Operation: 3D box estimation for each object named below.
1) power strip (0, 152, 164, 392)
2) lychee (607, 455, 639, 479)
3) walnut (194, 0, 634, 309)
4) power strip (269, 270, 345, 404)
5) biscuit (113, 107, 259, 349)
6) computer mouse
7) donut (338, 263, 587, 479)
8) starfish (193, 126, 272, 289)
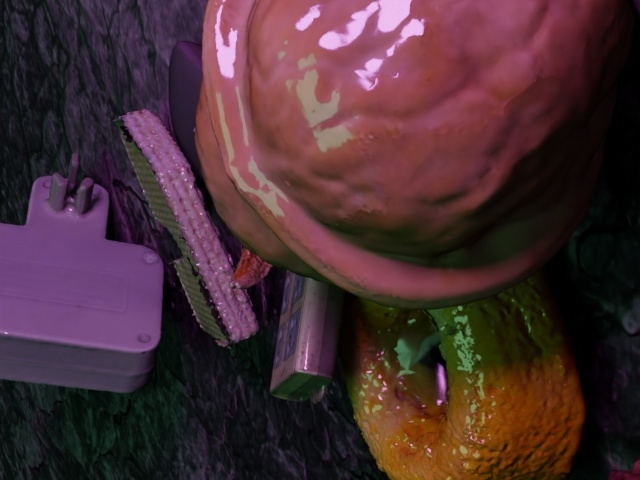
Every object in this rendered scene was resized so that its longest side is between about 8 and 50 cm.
[{"bbox_3d":[-0.286,0.027,1.528,0.261,0.229,0.141,-93,16,-48],"label":"power strip"},{"bbox_3d":[0.239,0.261,0.778,0.306,0.306,0.330,57,153,19],"label":"lychee"},{"bbox_3d":[0.054,-0.095,0.889,0.285,0.285,0.296,67,155,4],"label":"walnut"},{"bbox_3d":[0.000,0.000,1.125,0.092,0.034,0.268,133,148,-65],"label":"power strip"},{"bbox_3d":[-0.137,-0.015,1.383,0.250,0.046,0.147,67,167,-7],"label":"biscuit"},{"bbox_3d":[-0.083,-0.099,1.286,0.232,0.057,0.120,41,140,38],"label":"computer mouse"},{"bbox_3d":[0.104,0.088,1.070,0.253,0.118,0.253,19,112,62],"label":"donut"},{"bbox_3d":[-0.035,-0.080,1.125,0.277,0.062,0.235,-134,59,-64],"label":"starfish"}]
